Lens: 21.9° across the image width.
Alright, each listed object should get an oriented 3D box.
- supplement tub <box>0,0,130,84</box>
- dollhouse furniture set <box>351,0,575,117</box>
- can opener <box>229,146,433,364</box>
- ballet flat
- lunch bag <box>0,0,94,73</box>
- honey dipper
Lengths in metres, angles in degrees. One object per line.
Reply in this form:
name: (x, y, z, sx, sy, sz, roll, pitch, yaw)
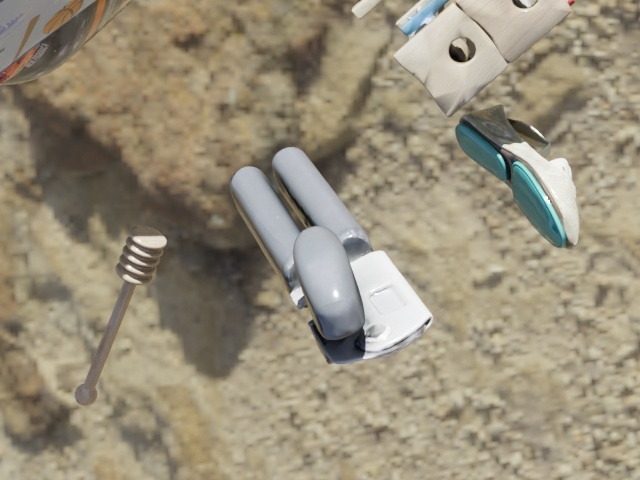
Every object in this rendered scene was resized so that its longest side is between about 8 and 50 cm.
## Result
supplement tub: (-0.257, -0.270, 1.462, 0.207, 0.338, 0.207, 10, 122, 16)
dollhouse furniture set: (0.087, -0.218, 1.277, 0.129, 0.129, 0.183, -40, 102, 15)
can opener: (0.000, 0.000, 1.166, 0.280, 0.074, 0.093, -125, 14, -61)
ballet flat: (0.165, -0.057, 1.286, 0.168, 0.052, 0.057, 52, 161, 42)
lunch bag: (-0.195, -0.235, 1.155, 0.115, 0.303, 0.243, 45, 167, 2)
honey dipper: (-0.158, 0.062, 1.273, 0.030, 0.030, 0.160, 45, 124, 37)
